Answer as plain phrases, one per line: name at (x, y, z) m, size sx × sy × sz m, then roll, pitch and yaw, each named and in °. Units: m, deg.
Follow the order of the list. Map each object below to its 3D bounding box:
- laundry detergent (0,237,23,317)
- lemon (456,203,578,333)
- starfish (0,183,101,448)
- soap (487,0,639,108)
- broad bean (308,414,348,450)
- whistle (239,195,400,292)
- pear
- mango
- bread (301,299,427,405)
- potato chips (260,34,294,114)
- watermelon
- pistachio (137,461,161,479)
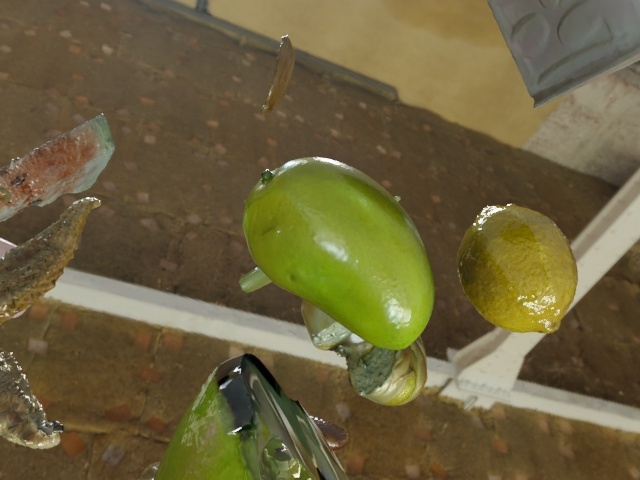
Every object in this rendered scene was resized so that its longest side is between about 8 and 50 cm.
laundry detergent at (-0.689, 0.053, 1.178) m, size 0.088 × 0.159 × 0.335 m, roll 20°, pitch 167°, yaw 21°
lemon at (0.353, 0.050, 1.101) m, size 0.204 × 0.204 × 0.260 m, roll 0°, pitch -120°, yaw -35°
starfish at (-0.282, 0.063, 0.434) m, size 0.299 × 0.060 × 0.302 m, roll -12°, pitch -133°, yaw -31°
soap at (0.343, -0.433, 0.794) m, size 0.435 × 0.213 × 0.350 m, roll 64°, pitch 177°, yaw -5°
broad bean at (-0.008, 0.508, 1.589) m, size 0.165 × 0.084 × 0.114 m, roll 12°, pitch -174°, yaw 11°
whistle at (0.000, 0.000, 0.959) m, size 0.106 × 0.288 × 0.131 m, roll 63°, pitch 178°, yaw -7°
pear at (-0.052, 0.325, 0.634) m, size 0.399 × 0.165 × 0.399 m, roll 59°, pitch 179°, yaw 2°
mango at (0.027, 0.004, 0.748) m, size 0.273 × 0.185 × 0.149 m, roll 31°, pitch -147°, yaw 21°
bread at (0.109, 0.202, 1.332) m, size 0.333 × 0.160 × 0.333 m, roll 41°, pitch -165°, yaw -13°
potato chips at (-0.099, -0.396, 1.483) m, size 0.049 × 0.150 × 0.202 m, roll 19°, pitch -117°, yaw -1°
watermelon at (-0.426, -0.105, 0.927) m, size 0.094 × 0.154 × 0.241 m, roll 57°, pitch -136°, yaw -10°
pistachio at (-0.241, 0.418, 0.959) m, size 0.149 × 0.113 × 0.113 m, roll 27°, pitch -149°, yaw 26°
